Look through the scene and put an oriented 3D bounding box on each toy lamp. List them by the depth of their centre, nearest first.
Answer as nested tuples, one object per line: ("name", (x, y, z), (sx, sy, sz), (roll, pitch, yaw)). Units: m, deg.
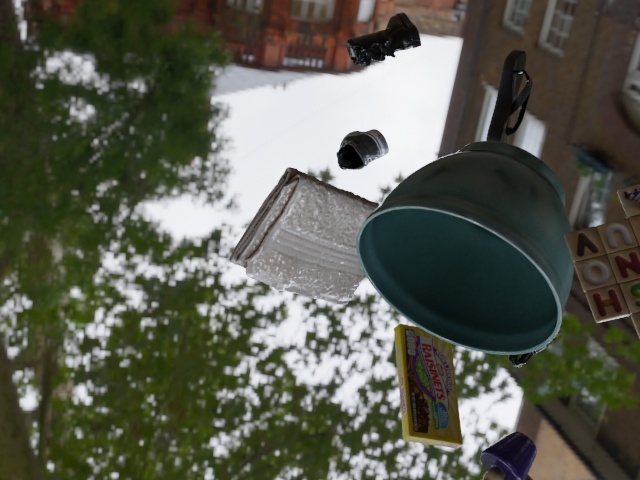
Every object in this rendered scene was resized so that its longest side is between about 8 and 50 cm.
("toy lamp", (0.223, 0.392, 1.551), (0.080, 0.080, 0.274), (28, -123, 34))

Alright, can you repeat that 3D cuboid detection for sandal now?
("sandal", (0.337, -0.228, 1.832), (0.054, 0.097, 0.254), (7, -124, 16))

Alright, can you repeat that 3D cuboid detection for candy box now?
("candy box", (0.180, 0.242, 1.751), (0.105, 0.027, 0.206), (14, -126, -25))

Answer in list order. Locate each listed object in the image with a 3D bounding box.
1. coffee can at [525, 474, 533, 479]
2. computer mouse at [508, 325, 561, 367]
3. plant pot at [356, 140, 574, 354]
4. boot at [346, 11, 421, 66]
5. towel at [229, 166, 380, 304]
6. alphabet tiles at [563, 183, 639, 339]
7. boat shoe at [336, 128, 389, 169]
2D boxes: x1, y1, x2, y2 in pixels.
("coffee can", (0.350, 0.528, 1.667), (0.275, 0.201, 0.201), (44, -149, 6))
("computer mouse", (0.307, 0.105, 1.725), (0.193, 0.106, 0.042), (55, -170, 21))
("plant pot", (0.222, -0.011, 1.432), (0.293, 0.293, 0.196), (20, -123, 20))
("boot", (0.086, -0.290, 1.514), (0.099, 0.045, 0.121), (-17, -155, -2))
("towel", (0.000, 0.000, 1.651), (0.282, 0.187, 0.049), (18, -159, -46))
("alphabet tiles", (0.414, 0.014, 1.207), (0.237, 0.009, 0.198), (-14, -119, 1))
("boat shoe", (0.070, -0.176, 2.155), (0.076, 0.080, 0.228), (-31, -170, -15))
